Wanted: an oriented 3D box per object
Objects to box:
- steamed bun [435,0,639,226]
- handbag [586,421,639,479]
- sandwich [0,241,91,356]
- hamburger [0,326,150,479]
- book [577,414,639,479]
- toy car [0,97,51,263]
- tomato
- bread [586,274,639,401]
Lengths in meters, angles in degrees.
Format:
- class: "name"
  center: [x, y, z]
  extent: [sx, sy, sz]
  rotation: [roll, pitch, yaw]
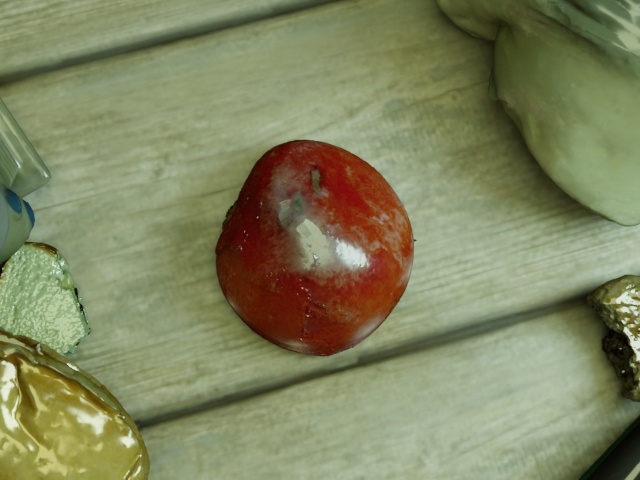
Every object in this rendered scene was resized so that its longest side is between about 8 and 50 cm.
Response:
- class: "steamed bun"
  center: [0.281, -0.220, 1.035]
  extent: [0.352, 0.247, 0.339]
  rotation: [-42, 85, -6]
- class: "handbag"
  center: [0.322, 0.298, 0.986]
  extent: [0.257, 0.113, 0.285]
  rotation: [-45, 85, -5]
- class: "sandwich"
  center: [-0.242, 0.055, 1.051]
  extent: [0.093, 0.036, 0.105]
  rotation: [14, 79, -2]
- class: "hamburger"
  center: [-0.284, 0.212, 0.962]
  extent: [0.259, 0.144, 0.283]
  rotation: [38, 76, -16]
- class: "book"
  center: [0.281, 0.337, 1.046]
  extent: [0.371, 0.043, 0.260]
  rotation: [-42, 84, -11]
- class: "toy car"
  center: [-0.416, -0.022, 0.980]
  extent: [0.336, 0.226, 0.242]
  rotation: [-31, 100, 9]
- class: "tomato"
  center: [0.000, 0.000, 1.048]
  extent: [0.173, 0.099, 0.189]
  rotation: [27, 78, 2]
- class: "bread"
  center: [0.289, 0.084, 1.078]
  extent: [0.082, 0.060, 0.113]
  rotation: [-16, 84, -7]
